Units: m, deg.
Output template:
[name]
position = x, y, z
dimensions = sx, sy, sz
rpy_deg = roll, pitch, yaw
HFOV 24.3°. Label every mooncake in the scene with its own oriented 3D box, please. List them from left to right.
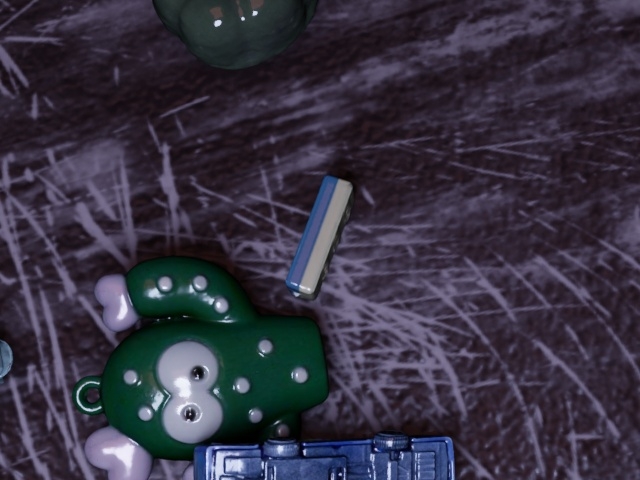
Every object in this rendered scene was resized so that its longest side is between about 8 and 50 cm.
[mooncake]
position = -0.088, -0.269, 1.525
dimensions = 0.168, 0.104, 0.175
rpy_deg = 6, 73, 12

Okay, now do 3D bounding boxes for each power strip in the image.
[power strip]
position = 0.000, 0.000, 1.471
dimensions = 0.032, 0.056, 0.123
rpy_deg = 19, 79, 8

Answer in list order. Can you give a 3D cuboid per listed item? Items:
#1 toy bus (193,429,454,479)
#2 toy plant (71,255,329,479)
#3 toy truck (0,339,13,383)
[toy bus]
position = 0.002, 0.213, 1.363
dimensions = 0.236, 0.094, 0.079
rpy_deg = 1, 92, -21
[toy plant]
position = -0.116, 0.138, 1.414
dimensions = 0.243, 0.112, 0.232
rpy_deg = 17, 86, -8
[toy truck]
position = -0.436, 0.141, 1.430
dimensions = 0.257, 0.140, 0.108
rpy_deg = -19, 75, 17
